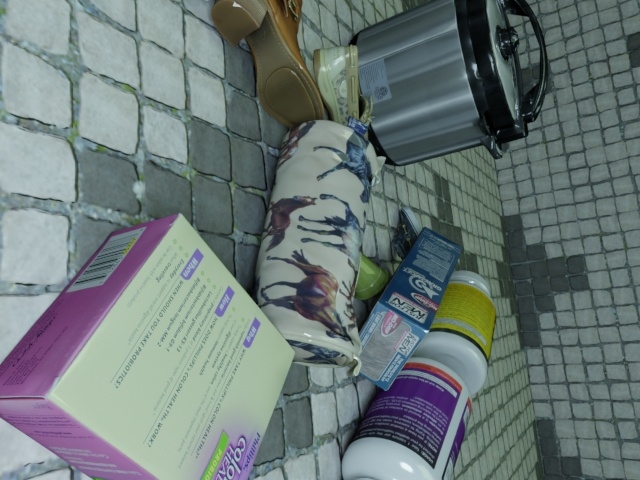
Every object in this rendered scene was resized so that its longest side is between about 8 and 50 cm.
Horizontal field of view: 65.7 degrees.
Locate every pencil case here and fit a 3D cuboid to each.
[{"bbox_3d":[0.000,0.000,0.770,0.160,0.184,0.410,90,8,-59],"label":"pencil case"}]

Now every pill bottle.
[{"bbox_3d":[0.345,0.222,1.266,0.334,0.188,0.188,-52,124,-52],"label":"pill bottle"},{"bbox_3d":[0.155,0.373,0.900,0.323,0.182,0.181,-43,117,-51],"label":"pill bottle"}]

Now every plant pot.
[{"bbox_3d":[0.081,0.063,0.999,0.079,0.083,0.083,50,40,-21],"label":"plant pot"}]

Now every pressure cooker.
[{"bbox_3d":[0.313,-0.387,1.187,0.370,0.420,0.375,55,37,-33],"label":"pressure cooker"}]

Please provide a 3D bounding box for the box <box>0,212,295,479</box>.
[{"bbox_3d":[-0.163,0.137,0.521,0.243,0.117,0.213,56,37,-32],"label":"box"}]

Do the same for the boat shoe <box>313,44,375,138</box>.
[{"bbox_3d":[0.065,-0.283,1.025,0.285,0.089,0.104,49,35,-63],"label":"boat shoe"}]

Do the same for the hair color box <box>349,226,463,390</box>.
[{"bbox_3d":[0.180,0.123,1.024,0.347,0.105,0.174,-45,163,-55],"label":"hair color box"}]

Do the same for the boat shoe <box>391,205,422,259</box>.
[{"bbox_3d":[0.214,-0.019,1.259,0.065,0.083,0.183,56,11,-34],"label":"boat shoe"}]

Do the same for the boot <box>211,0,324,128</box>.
[{"bbox_3d":[-0.069,-0.351,0.872,0.283,0.109,0.220,45,40,-33],"label":"boot"}]

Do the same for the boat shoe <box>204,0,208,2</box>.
[{"bbox_3d":[-0.166,-0.462,0.758,0.076,0.080,0.228,28,58,-32],"label":"boat shoe"}]
